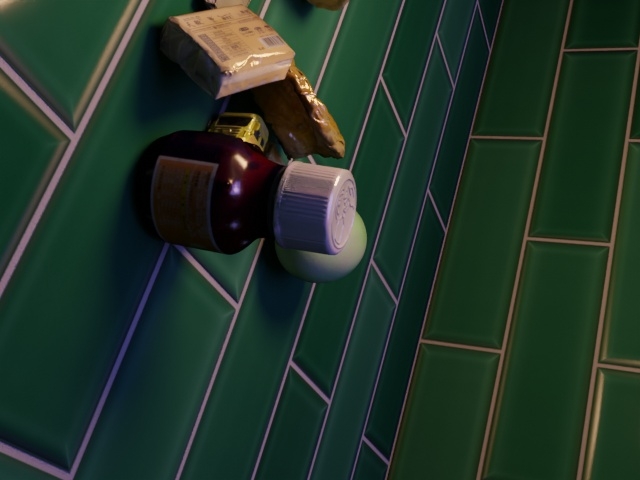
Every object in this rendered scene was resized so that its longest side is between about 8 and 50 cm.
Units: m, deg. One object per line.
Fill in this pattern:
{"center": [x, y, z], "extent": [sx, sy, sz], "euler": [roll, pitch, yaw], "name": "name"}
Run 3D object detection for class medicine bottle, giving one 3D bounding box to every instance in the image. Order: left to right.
{"center": [-0.138, -0.083, 1.548], "extent": [0.242, 0.395, 0.242], "euler": [10, 90, -66], "name": "medicine bottle"}

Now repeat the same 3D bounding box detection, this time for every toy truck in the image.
{"center": [-0.152, -0.176, 1.799], "extent": [0.272, 0.124, 0.157], "euler": [60, 43, -51], "name": "toy truck"}

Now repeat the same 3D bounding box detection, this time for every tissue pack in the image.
{"center": [-0.184, -0.379, 1.596], "extent": [0.222, 0.186, 0.090], "euler": [-32, 158, -45], "name": "tissue pack"}

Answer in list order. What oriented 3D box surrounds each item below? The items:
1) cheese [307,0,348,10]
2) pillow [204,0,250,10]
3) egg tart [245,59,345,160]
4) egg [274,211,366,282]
{"center": [0.043, -0.706, 1.997], "extent": [0.266, 0.127, 0.233], "euler": [155, -49, -73], "name": "cheese"}
{"center": [-0.191, -0.538, 1.733], "extent": [0.119, 0.053, 0.208], "euler": [69, 36, -47], "name": "pillow"}
{"center": [-0.072, -0.305, 1.832], "extent": [0.345, 0.132, 0.345], "euler": [58, 1, -2], "name": "egg tart"}
{"center": [0.000, 0.000, 2.036], "extent": [0.270, 0.220, 0.220], "euler": [-27, 119, -60], "name": "egg"}
